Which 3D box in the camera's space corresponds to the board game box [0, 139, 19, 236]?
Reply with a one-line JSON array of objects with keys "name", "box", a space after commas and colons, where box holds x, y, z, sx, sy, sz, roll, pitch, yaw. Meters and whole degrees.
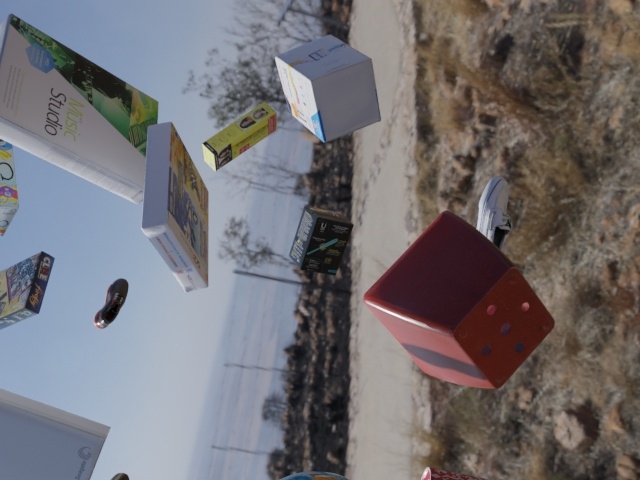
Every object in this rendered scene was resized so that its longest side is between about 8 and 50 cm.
[{"name": "board game box", "box": [-0.764, -0.164, 1.580, 0.142, 0.144, 0.275, -38, 60, 44]}]

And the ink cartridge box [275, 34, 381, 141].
[{"name": "ink cartridge box", "box": [0.017, -0.387, 1.816, 0.233, 0.168, 0.171, 48, 158, 52]}]

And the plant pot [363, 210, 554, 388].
[{"name": "plant pot", "box": [0.299, 0.139, 1.439, 0.267, 0.267, 0.235, -46, 27, -9]}]

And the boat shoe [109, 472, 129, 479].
[{"name": "boat shoe", "box": [-0.534, 0.638, 1.724, 0.190, 0.072, 0.068, -59, -37, -43]}]

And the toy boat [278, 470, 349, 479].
[{"name": "toy boat", "box": [0.000, 0.566, 1.444, 0.318, 0.267, 0.148, 24, 122, 49]}]

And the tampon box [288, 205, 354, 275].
[{"name": "tampon box", "box": [0.000, 0.000, 2.026, 0.101, 0.120, 0.161, 44, 119, 58]}]

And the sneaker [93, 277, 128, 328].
[{"name": "sneaker", "box": [-0.564, 0.173, 1.986, 0.065, 0.061, 0.158, -16, 46, 45]}]

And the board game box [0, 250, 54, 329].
[{"name": "board game box", "box": [-0.797, 0.139, 1.870, 0.243, 0.042, 0.165, -20, 52, 33]}]

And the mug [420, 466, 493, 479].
[{"name": "mug", "box": [0.310, 0.557, 1.562, 0.150, 0.169, 0.113, 110, 176, -69]}]

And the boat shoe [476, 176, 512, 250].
[{"name": "boat shoe", "box": [0.408, -0.034, 1.661, 0.075, 0.083, 0.226, 13, 88, 46]}]

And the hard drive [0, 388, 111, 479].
[{"name": "hard drive", "box": [-0.583, 0.372, 1.291, 0.047, 0.353, 0.233, -89, 22, -67]}]

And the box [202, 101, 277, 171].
[{"name": "box", "box": [-0.229, -0.296, 2.052, 0.232, 0.058, 0.087, -38, -21, -23]}]

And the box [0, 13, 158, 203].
[{"name": "box", "box": [-0.437, -0.230, 1.294, 0.058, 0.322, 0.232, -27, 52, 31]}]

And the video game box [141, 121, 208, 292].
[{"name": "video game box", "box": [-0.226, -0.051, 1.146, 0.187, 0.048, 0.205, 75, -172, -55]}]

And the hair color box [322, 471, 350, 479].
[{"name": "hair color box", "box": [0.070, 0.677, 1.879, 0.053, 0.167, 0.093, -46, -38, -56]}]
